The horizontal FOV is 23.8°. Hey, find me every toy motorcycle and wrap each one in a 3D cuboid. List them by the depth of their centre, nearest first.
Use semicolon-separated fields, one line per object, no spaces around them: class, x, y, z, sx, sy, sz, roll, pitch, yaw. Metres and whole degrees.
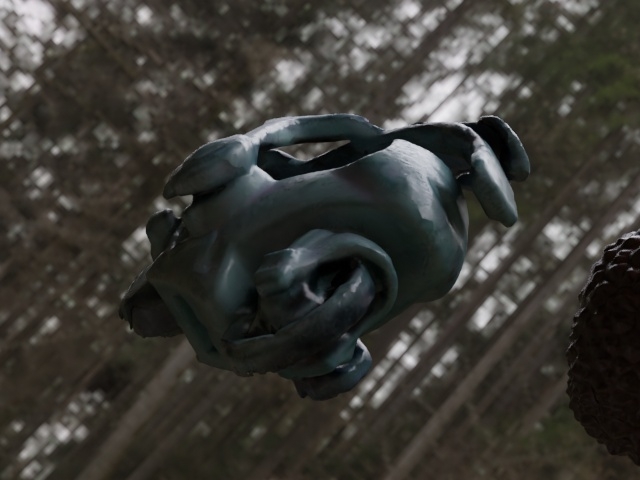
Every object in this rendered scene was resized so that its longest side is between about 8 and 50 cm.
toy motorcycle;0.000;0.000;0.824;0.154;0.206;0.260;62;-20;-14

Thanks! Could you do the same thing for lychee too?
lychee;0.274;0.072;1.071;0.188;0.188;0.188;35;-25;19
